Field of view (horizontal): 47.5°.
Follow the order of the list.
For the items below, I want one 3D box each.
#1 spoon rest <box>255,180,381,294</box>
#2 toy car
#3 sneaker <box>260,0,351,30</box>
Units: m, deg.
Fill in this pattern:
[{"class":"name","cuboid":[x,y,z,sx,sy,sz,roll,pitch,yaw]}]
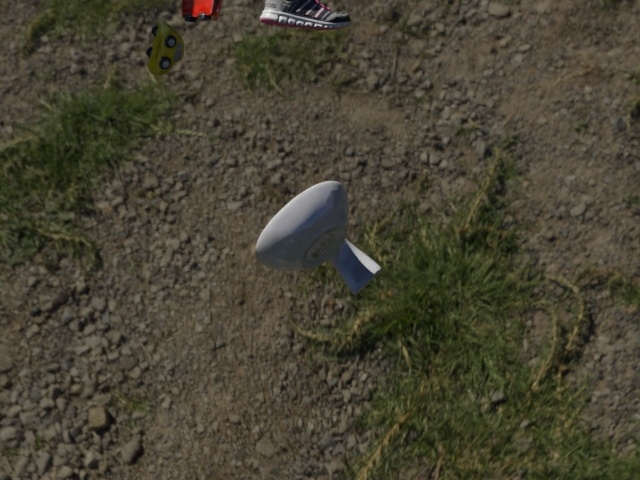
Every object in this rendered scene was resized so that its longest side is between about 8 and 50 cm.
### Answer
[{"class":"spoon rest","cuboid":[0.000,0.000,0.941,0.137,0.276,0.084,-44,64,3]},{"class":"toy car","cuboid":[-0.265,-0.449,1.344,0.053,0.239,0.225,-4,69,-44]},{"class":"sneaker","cuboid":[-0.022,-0.413,1.287,0.170,0.075,0.063,0,12,-21]}]
